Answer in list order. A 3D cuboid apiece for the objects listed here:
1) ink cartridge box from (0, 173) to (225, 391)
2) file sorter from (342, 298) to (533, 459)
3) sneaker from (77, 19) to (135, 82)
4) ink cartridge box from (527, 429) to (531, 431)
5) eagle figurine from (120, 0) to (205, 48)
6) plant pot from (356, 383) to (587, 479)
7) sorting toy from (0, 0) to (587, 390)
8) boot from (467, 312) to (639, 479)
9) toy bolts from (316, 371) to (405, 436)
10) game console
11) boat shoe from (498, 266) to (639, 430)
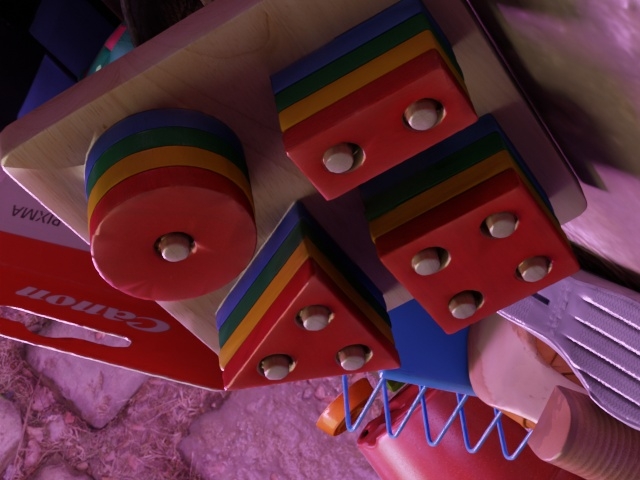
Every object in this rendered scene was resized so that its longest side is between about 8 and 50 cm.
[{"bbox_3d":[-0.137,-0.008,1.029,0.308,0.091,0.385,13,-164,17],"label":"ink cartridge box"},{"bbox_3d":[0.114,0.122,1.142,0.170,0.104,0.118,12,-139,-15],"label":"file sorter"},{"bbox_3d":[-0.164,-0.143,1.321,0.178,0.124,0.295,33,163,16],"label":"sneaker"},{"bbox_3d":[0.260,0.171,1.222,0.139,0.082,0.191,42,171,-21],"label":"ink cartridge box"},{"bbox_3d":[-0.078,-0.093,0.929,0.298,0.226,0.225,34,-174,20],"label":"eagle figurine"},{"bbox_3d":[0.210,0.321,1.770,0.265,0.272,0.272,49,172,-2],"label":"plant pot"},{"bbox_3d":[0.000,-0.015,0.705,0.257,0.255,0.089,47,-158,-43],"label":"sorting toy"},{"bbox_3d":[0.246,0.133,1.018,0.211,0.104,0.295,21,-161,-16],"label":"boot"},{"bbox_3d":[0.043,0.144,1.806,0.158,0.218,0.228,45,156,18],"label":"toy bolts"},{"bbox_3d":[-0.246,-0.143,1.362,0.386,0.060,0.342,44,-156,-27],"label":"game console"},{"bbox_3d":[0.212,0.063,0.901,0.076,0.083,0.226,8,-155,-40],"label":"boat shoe"}]
